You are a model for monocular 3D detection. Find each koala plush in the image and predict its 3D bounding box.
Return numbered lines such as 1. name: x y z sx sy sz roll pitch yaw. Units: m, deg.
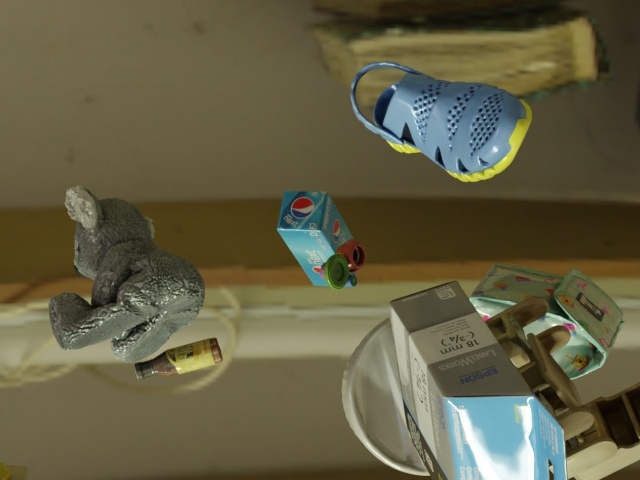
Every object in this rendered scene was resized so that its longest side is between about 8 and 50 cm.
1. koala plush: -0.282 0.029 1.850 0.203 0.221 0.196 -33 153 18

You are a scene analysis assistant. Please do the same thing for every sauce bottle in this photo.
1. sauce bottle: -0.210 0.177 1.902 0.128 0.042 0.042 -16 -167 -3

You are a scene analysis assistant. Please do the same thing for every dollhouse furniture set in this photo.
1. dollhouse furniture set: 0.365 0.207 1.756 0.161 0.242 0.212 -30 -140 15

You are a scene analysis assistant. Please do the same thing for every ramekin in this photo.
1. ramekin: 0.158 0.248 2.120 0.273 0.273 0.127 -2 174 -17

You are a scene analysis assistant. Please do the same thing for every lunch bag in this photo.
1. lunch bag: 0.409 0.146 2.333 0.262 0.160 0.223 9 -162 18

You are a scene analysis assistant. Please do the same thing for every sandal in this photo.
1. sandal: 0.143 -0.164 1.680 0.138 0.126 0.317 29 173 -34

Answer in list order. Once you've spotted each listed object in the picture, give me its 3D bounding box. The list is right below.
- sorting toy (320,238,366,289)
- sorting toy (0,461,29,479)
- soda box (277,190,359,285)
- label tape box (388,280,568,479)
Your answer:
1. sorting toy: 0.026 0.038 1.859 0.042 0.061 0.102 0 -156 38
2. sorting toy: -0.472 0.319 1.652 0.193 0.038 0.208 9 -167 -13
3. soda box: 0.000 0.000 1.971 0.071 0.067 0.210 2 155 18
4. label tape box: 0.196 0.241 1.631 0.106 0.241 0.334 -16 -148 -9
